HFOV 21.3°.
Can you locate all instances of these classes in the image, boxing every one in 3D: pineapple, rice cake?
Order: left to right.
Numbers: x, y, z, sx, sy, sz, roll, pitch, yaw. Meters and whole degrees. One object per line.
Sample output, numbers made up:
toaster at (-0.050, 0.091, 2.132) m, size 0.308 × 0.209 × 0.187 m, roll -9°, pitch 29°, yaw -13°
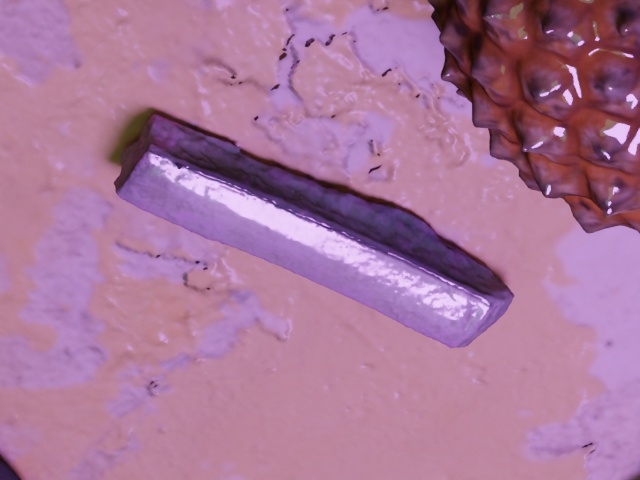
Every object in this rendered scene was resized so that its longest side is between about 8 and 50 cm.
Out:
rice cake at (0.000, 0.000, 0.817) m, size 0.206 × 0.036 × 0.047 m, roll 23°, pitch 134°, yaw -16°
pineapple at (0.118, -0.103, 0.675) m, size 0.166 × 0.166 × 0.193 m, roll -30°, pitch 120°, yaw 19°

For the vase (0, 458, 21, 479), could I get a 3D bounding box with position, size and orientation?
vase at (-0.236, 0.244, 0.812) m, size 0.173 × 0.321 × 0.173 m, roll -1°, pitch 125°, yaw -1°
